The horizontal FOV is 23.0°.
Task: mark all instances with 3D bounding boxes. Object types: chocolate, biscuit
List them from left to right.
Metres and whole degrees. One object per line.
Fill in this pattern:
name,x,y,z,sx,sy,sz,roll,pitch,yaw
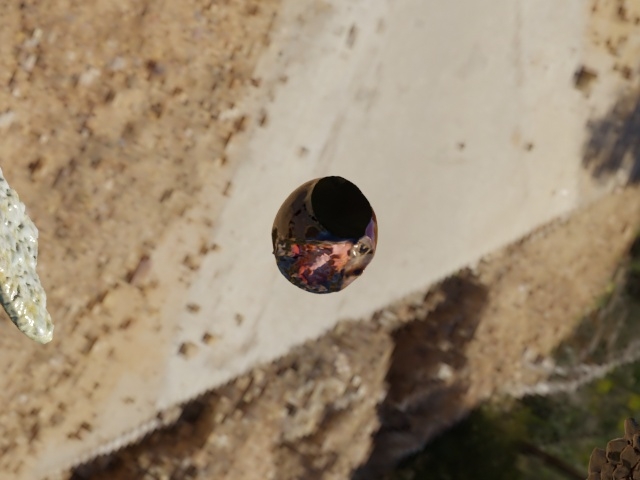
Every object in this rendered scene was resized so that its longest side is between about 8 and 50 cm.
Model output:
biscuit,-0.349,-0.011,1.699,0.040,0.265,0.188,-22,177,5
chocolate,0.000,0.000,1.814,0.133,0.124,0.127,-46,178,41

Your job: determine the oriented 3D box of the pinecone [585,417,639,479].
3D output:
pinecone,0.260,0.207,1.045,0.150,0.195,0.179,-49,177,-22
